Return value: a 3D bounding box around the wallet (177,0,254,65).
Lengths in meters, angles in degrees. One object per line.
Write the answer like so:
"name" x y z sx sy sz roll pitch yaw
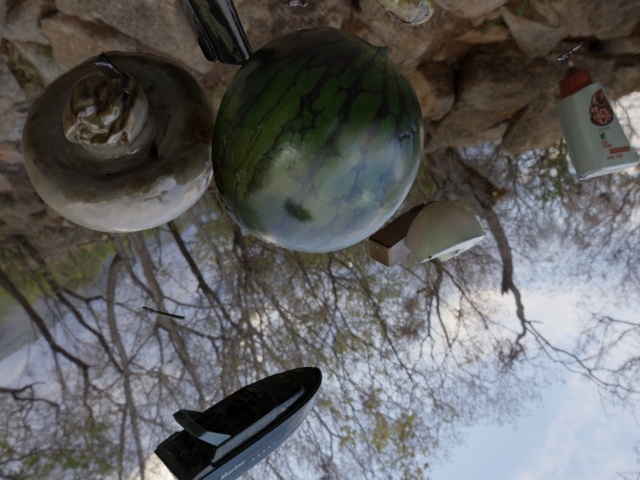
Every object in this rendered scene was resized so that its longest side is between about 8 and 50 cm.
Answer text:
"wallet" -0.228 -0.462 0.851 0.170 0.321 0.044 21 -126 42

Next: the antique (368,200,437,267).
"antique" 0.300 -0.032 1.638 0.310 0.087 0.093 -34 -138 -29

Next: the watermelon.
"watermelon" -0.002 -0.153 0.788 0.363 0.363 0.363 -26 -164 8

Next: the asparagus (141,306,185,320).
"asparagus" -0.412 0.192 1.280 0.014 0.114 0.015 -100 -152 -63

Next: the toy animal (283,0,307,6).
"toy animal" -0.049 -0.669 1.180 0.229 0.224 0.066 -38 169 -24

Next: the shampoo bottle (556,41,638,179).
"shampoo bottle" 0.555 -0.274 1.013 0.153 0.284 0.071 -15 177 -27

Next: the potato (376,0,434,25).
"potato" 0.190 -0.570 1.126 0.080 0.170 0.107 -48 172 -36

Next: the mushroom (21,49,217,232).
"mushroom" -0.368 -0.198 0.896 0.362 0.362 0.295 -32 166 -12

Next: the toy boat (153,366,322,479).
"toy boat" -0.090 0.227 0.626 0.246 0.103 0.092 -25 -154 -36

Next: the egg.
"egg" 0.375 -0.037 1.477 0.206 0.162 0.271 -33 164 36
